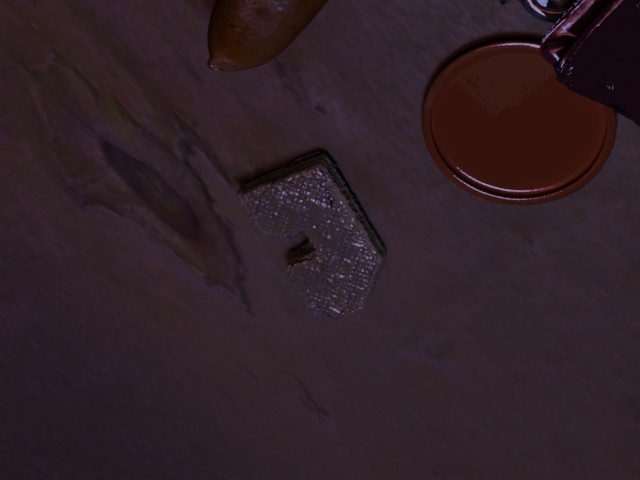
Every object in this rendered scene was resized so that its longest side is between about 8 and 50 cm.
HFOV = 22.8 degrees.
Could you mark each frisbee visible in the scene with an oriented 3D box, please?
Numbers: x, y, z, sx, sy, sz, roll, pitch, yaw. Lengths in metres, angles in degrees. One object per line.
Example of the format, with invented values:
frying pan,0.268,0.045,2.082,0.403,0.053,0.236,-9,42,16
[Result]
frisbee,0.255,-0.151,2.043,0.251,0.021,0.250,6,127,9

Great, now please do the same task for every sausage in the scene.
sausage,0.004,-0.385,1.852,0.123,0.136,0.501,45,130,12

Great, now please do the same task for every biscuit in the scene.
biscuit,0.000,0.000,2.198,0.147,0.046,0.250,-18,120,24

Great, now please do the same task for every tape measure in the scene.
tape measure,0.274,-0.289,1.845,0.107,0.180,0.104,31,111,-9

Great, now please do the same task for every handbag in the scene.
handbag,0.390,-0.243,1.867,0.216,0.074,0.203,19,125,-35
